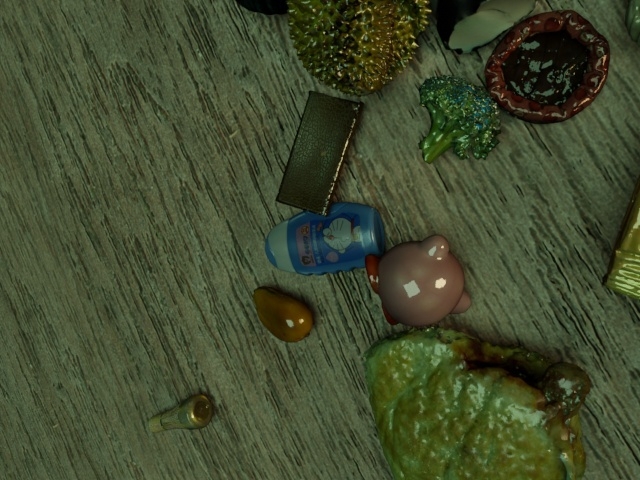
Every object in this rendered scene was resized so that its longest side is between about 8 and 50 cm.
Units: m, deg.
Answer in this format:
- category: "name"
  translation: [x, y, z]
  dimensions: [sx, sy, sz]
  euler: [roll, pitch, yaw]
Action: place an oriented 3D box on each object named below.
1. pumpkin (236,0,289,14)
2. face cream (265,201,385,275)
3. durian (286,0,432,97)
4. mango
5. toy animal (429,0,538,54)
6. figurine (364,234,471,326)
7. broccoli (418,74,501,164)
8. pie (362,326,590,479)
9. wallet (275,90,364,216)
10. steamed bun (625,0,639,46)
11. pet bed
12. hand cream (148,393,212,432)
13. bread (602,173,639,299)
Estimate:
- category: "pumpkin"
  translation: [-0.098, -0.558, 0.940]
  dimensions: [0.248, 0.248, 0.247]
  euler: [4, 100, 22]
- category: "face cream"
  translation: [0.000, 0.000, 1.076]
  dimensions: [0.264, 0.083, 0.149]
  euler: [-10, 83, 24]
- category: "durian"
  translation: [0.055, -0.404, 0.885]
  dimensions: [0.258, 0.258, 0.293]
  euler: [19, 148, 19]
- category: "mango"
  translation: [-0.084, 0.166, 1.143]
  dimensions: [0.159, 0.084, 0.105]
  euler: [38, 129, 34]
- category: "toy animal"
  translation: [0.264, -0.434, 0.869]
  dimensions: [0.166, 0.138, 0.179]
  euler: [-21, 81, 31]
- category: "figurine"
  translation: [0.188, 0.079, 0.965]
  dimensions: [0.173, 0.173, 0.173]
  euler: [4, 100, 22]
- category: "broccoli"
  translation: [0.238, -0.209, 0.912]
  dimensions: [0.160, 0.167, 0.154]
  euler: [-40, 58, 23]
- category: "pie"
  translation: [0.275, 0.359, 0.975]
  dimensions: [0.418, 0.180, 0.395]
  euler: [5, 100, 30]
- category: "wallet"
  translation: [-0.003, -0.179, 1.048]
  dimensions: [0.133, 0.039, 0.243]
  euler: [19, 92, 27]
- category: "steamed bun"
  translation: [0.573, -0.377, 0.745]
  dimensions: [0.218, 0.144, 0.211]
  euler: [8, 94, 52]
- category: "pet bed"
  translation: [0.391, -0.297, 0.878]
  dimensions: [0.201, 0.053, 0.201]
  euler: [2, 98, 15]
- category: "hand cream"
  translation: [-0.375, 0.462, 1.317]
  dimensions: [0.203, 0.084, 0.084]
  euler: [-26, 88, 29]
- category: "bread"
  translation: [0.554, -0.038, 0.771]
  dimensions: [0.156, 0.204, 0.288]
  euler: [18, 100, 26]
